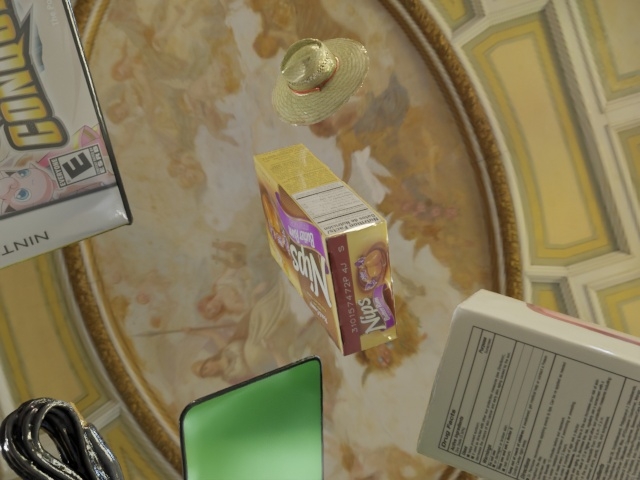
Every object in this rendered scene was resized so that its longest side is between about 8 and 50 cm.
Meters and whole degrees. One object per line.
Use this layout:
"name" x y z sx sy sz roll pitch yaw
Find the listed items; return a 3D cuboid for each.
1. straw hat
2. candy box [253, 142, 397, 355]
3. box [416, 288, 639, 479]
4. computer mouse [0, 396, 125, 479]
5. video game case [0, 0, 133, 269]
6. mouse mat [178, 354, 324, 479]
"straw hat" -0.016 -0.223 0.918 0.144 0.061 0.144 -13 -121 24
"candy box" 0.000 0.000 0.607 0.053 0.186 0.109 -16 -60 -14
"box" 0.227 0.153 0.658 0.232 0.127 0.148 18 -79 21
"computer mouse" -0.153 0.148 0.273 0.193 0.042 0.106 -32 -78 -34
"video game case" -0.264 -0.082 0.425 0.248 0.035 0.274 -22 -48 -20
"mouse mat" -0.053 0.204 0.619 0.153 0.007 0.189 -13 -70 -42
